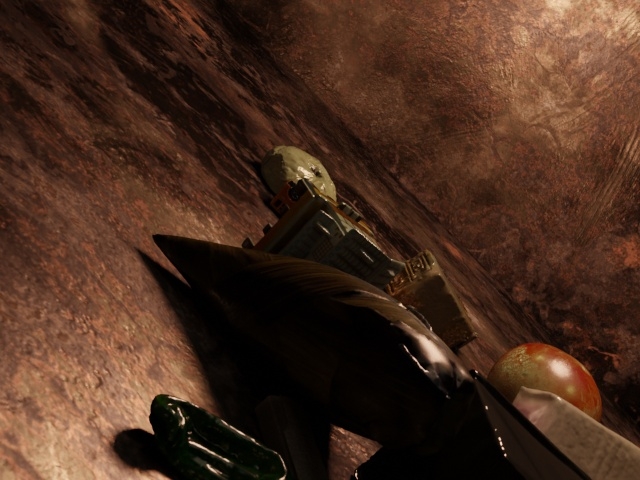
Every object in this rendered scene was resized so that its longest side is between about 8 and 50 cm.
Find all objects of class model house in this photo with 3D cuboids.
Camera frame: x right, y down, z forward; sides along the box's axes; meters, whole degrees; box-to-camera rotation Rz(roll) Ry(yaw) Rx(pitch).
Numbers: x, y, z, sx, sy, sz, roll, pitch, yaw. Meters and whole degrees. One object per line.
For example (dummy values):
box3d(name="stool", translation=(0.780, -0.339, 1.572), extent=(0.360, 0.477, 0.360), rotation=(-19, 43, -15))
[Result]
box3d(name="model house", translation=(0.001, 0.047, 1.452), extent=(0.198, 0.224, 0.215), rotation=(35, 15, -41))

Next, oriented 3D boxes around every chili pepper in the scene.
box3d(name="chili pepper", translation=(-0.099, 0.266, 0.933), extent=(0.257, 0.074, 0.100), rotation=(38, 20, -12))

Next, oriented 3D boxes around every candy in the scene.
box3d(name="candy", translation=(0.514, 0.463, 1.621), extent=(0.358, 0.208, 0.145), rotation=(34, -16, -15))

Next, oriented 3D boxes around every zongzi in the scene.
box3d(name="zongzi", translation=(-0.026, 0.123, 1.135), extent=(0.432, 0.208, 0.403), rotation=(30, -1, -21))

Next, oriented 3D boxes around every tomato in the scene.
box3d(name="tomato", translation=(0.488, 0.374, 1.831), extent=(0.222, 0.270, 0.270), rotation=(-21, 63, -36))

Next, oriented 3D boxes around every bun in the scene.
box3d(name="bun", translation=(-0.043, -0.151, 2.006), extent=(0.221, 0.108, 0.221), rotation=(42, 16, -15))

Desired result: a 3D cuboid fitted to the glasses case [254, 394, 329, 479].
box3d(name="glasses case", translation=(-0.028, 0.297, 1.067), extent=(0.070, 0.047, 0.205), rotation=(33, 21, -36))

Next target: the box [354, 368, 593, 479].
box3d(name="box", translation=(0.254, 0.409, 1.136), extent=(0.345, 0.251, 0.204), rotation=(42, 17, -14))

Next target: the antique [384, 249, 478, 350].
box3d(name="antique", translation=(0.301, 0.168, 2.096), extent=(0.284, 0.150, 0.125), rotation=(47, 18, -30))

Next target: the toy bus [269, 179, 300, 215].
box3d(name="toy bus", translation=(-0.021, -0.049, 1.854), extent=(0.194, 0.088, 0.083), rotation=(44, 11, 0))
